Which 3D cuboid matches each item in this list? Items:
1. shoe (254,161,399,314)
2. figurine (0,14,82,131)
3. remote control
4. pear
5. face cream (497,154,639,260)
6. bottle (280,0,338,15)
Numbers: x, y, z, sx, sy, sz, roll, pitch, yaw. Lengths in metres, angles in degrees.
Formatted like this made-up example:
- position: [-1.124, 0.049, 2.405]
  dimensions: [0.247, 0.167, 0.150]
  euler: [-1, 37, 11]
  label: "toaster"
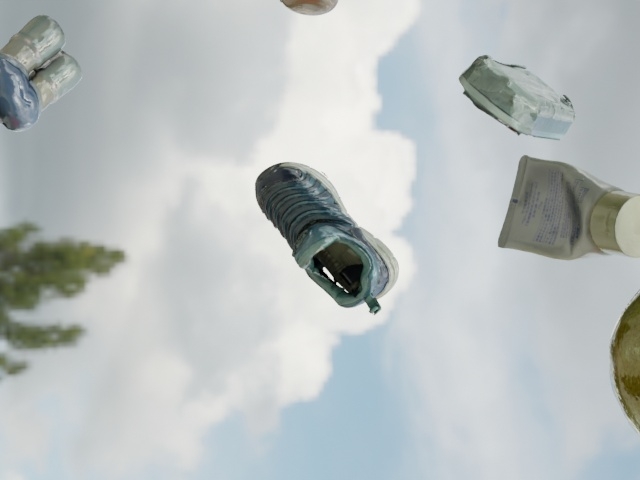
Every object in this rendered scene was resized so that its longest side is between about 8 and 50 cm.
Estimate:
- position: [0.000, 0.000, 1.289]
  dimensions: [0.064, 0.143, 0.071]
  euler: [-38, -170, 24]
  label: "shoe"
- position: [-0.434, -0.136, 1.880]
  dimensions: [0.205, 0.224, 0.382]
  euler: [14, -119, 44]
  label: "figurine"
- position: [0.227, -0.161, 1.854]
  dimensions: [0.104, 0.247, 0.052]
  euler: [42, -74, 15]
  label: "remote control"
- position: [0.246, 0.078, 1.097]
  dimensions: [0.104, 0.141, 0.141]
  euler: [7, -82, 44]
  label: "pear"
- position: [0.286, -0.032, 1.840]
  dimensions: [0.224, 0.070, 0.114]
  euler: [14, -92, 58]
  label: "face cream"
- position: [-0.001, -0.394, 2.083]
  dimensions: [0.110, 0.097, 0.209]
  euler: [-16, -116, 50]
  label: "bottle"
